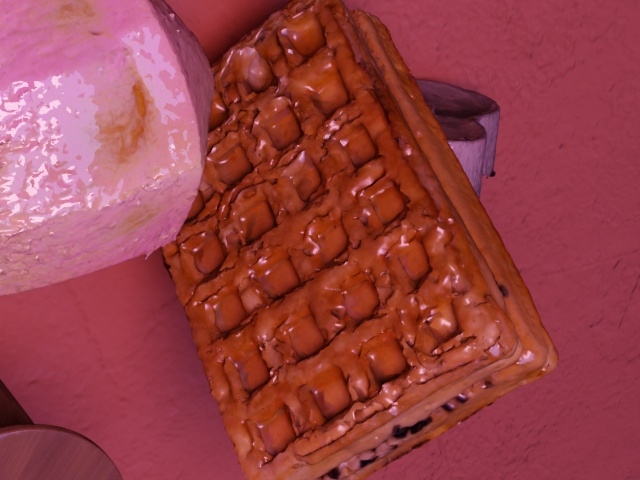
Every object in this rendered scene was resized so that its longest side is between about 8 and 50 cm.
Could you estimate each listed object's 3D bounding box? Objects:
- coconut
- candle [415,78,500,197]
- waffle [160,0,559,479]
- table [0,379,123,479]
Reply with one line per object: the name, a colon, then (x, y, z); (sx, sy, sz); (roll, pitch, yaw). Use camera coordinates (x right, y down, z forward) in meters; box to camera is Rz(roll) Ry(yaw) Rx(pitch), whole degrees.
coconut: (-0.182, -0.075, 0.895); (0.245, 0.233, 0.233); (-21, 122, -22)
candle: (0.055, -0.082, 1.113); (0.168, 0.192, 0.068); (12, 109, 8)
waffle: (-0.001, 0.000, 0.971); (0.213, 0.308, 0.091); (-34, 152, 19)
table: (-0.250, 0.146, 0.948); (0.167, 0.226, 0.167); (-16, 121, -28)
